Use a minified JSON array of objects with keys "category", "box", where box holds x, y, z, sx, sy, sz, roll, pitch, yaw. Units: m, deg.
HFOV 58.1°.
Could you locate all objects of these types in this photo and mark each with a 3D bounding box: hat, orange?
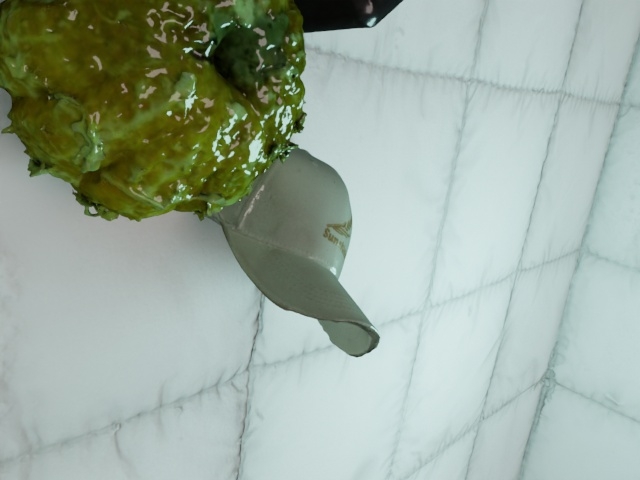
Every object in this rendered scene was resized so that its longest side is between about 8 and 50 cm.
[{"category":"hat","box":[-0.007,0.002,0.745,0.168,0.301,0.258,-44,141,5]},{"category":"orange","box":[-0.142,-0.165,0.535,0.301,0.223,0.301,-11,110,-45]}]

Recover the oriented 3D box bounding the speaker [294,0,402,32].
[{"category":"speaker","box":[0.078,-0.432,0.709,0.388,0.180,0.184,-49,130,-24]}]
